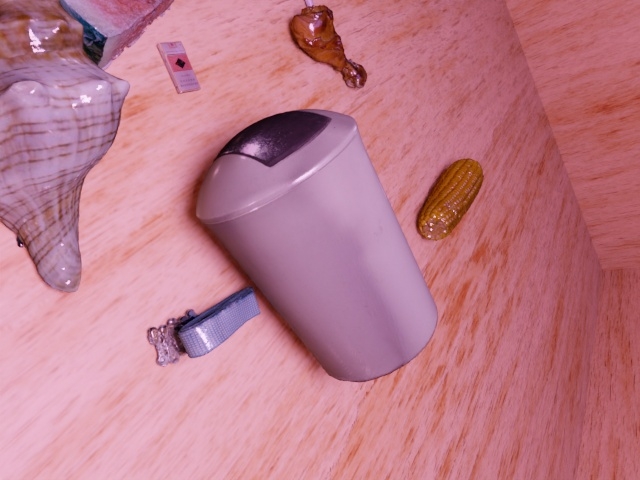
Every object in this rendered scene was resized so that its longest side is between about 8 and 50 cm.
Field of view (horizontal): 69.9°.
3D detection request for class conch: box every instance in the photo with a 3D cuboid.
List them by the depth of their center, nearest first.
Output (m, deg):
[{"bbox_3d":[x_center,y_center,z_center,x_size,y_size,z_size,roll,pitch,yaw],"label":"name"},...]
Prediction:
[{"bbox_3d":[-0.321,-0.133,0.522,0.203,0.170,0.385,-6,84,-40],"label":"conch"}]

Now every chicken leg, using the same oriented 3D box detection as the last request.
[{"bbox_3d":[0.026,-0.435,1.052,0.252,0.087,0.107,32,75,-46],"label":"chicken leg"}]

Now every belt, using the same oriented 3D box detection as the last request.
[{"bbox_3d":[-0.163,0.125,0.708,0.179,0.100,0.065,-29,101,-63],"label":"belt"}]

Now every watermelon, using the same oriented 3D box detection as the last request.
[{"bbox_3d":[-0.298,-0.366,0.681,0.154,0.095,0.241,51,46,-13],"label":"watermelon"}]

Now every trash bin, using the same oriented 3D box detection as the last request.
[{"bbox_3d":[0.000,0.000,0.761,0.431,0.281,0.280,58,45,-24],"label":"trash bin"}]

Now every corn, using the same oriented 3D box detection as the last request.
[{"bbox_3d":[0.378,-0.126,1.321,0.363,0.121,0.120,-46,114,-40],"label":"corn"}]

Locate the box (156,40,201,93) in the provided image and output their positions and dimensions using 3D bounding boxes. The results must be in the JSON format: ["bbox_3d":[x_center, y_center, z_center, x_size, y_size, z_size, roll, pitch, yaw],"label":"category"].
[{"bbox_3d":[-0.236,-0.291,0.769,0.046,0.012,0.083,-33,106,-45],"label":"box"}]

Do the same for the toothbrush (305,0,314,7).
[{"bbox_3d":[-0.071,-0.665,1.039,0.020,0.025,0.286,-34,106,-46],"label":"toothbrush"}]
